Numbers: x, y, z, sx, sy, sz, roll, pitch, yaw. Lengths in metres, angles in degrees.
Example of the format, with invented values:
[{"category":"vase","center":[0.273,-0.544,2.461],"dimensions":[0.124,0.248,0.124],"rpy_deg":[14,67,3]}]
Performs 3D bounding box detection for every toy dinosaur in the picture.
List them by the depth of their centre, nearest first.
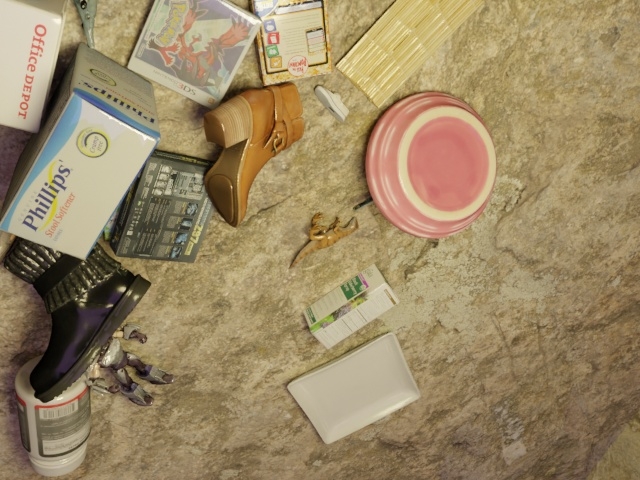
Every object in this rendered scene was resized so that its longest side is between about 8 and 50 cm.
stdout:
[{"category":"toy dinosaur","center":[0.000,0.000,1.420],"dimensions":[0.212,0.064,0.112],"rpy_deg":[-28,129,1]}]

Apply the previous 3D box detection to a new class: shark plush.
[{"category":"shark plush","center":[-0.409,-0.413,0.986],"dimensions":[0.073,0.067,0.161],"rpy_deg":[6,120,-24]}]

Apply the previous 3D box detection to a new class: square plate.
[{"category":"square plate","center":[0.109,0.450,1.776],"dimensions":[0.347,0.049,0.344],"rpy_deg":[-27,128,-1]}]

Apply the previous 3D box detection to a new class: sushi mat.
[{"category":"sushi mat","center":[0.188,-0.435,1.219],"dimensions":[0.316,0.019,0.151],"rpy_deg":[-45,125,12]}]

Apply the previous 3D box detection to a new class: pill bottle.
[{"category":"pill bottle","center":[-0.645,0.428,1.415],"dimensions":[0.161,0.161,0.283],"rpy_deg":[0,123,-20]}]

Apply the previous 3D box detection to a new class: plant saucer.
[{"category":"plant saucer","center":[0.266,-0.168,1.297],"dimensions":[0.333,0.084,0.331],"rpy_deg":[-1,94,-21]}]

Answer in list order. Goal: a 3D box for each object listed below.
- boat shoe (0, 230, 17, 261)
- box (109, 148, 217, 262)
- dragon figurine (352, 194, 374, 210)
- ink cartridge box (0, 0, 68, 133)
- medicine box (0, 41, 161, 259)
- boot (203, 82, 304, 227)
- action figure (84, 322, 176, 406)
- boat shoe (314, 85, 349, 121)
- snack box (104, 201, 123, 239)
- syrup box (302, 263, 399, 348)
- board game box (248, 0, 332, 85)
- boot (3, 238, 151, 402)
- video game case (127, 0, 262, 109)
[{"category":"boat shoe","center":[-0.736,0.072,1.177],"dimensions":[0.116,0.123,0.324],"rpy_deg":[32,108,-20]},{"category":"box","center":[-0.320,-0.068,1.225],"dimensions":[0.184,0.059,0.232],"rpy_deg":[7,116,-39]},{"category":"dragon figurine","center":[0.199,-0.143,1.379],"dimensions":[0.289,0.085,0.143],"rpy_deg":[-5,122,-22]},{"category":"ink cartridge box","center":[-0.559,-0.324,0.910],"dimensions":[0.270,0.197,0.198],"rpy_deg":[12,117,-27]},{"category":"medicine box","center":[-0.416,-0.162,1.015],"dimensions":[0.149,0.289,0.263],"rpy_deg":[26,111,-32]},{"category":"boot","center":[-0.132,-0.180,1.204],"dimensions":[0.220,0.109,0.283],"rpy_deg":[-34,135,-37]},{"category":"action figure","center":[-0.476,0.299,1.407],"dimensions":[0.185,0.099,0.285],"rpy_deg":[-60,146,-26]},{"category":"boat shoe","center":[0.027,-0.301,1.247],"dimensions":[0.100,0.035,0.035],"rpy_deg":[43,74,-32]},{"category":"snack box","center":[-0.412,-0.072,1.236],"dimensions":[0.100,0.037,0.141],"rpy_deg":[-4,124,-18]},{"category":"syrup box","center":[0.081,0.175,1.550],"dimensions":[0.237,0.093,0.096],"rpy_deg":[-35,127,5]},{"category":"board game box","center":[-0.057,-0.412,1.129],"dimensions":[0.147,0.045,0.193],"rpy_deg":[-13,126,-11]},{"category":"boot","center":[-0.556,0.136,1.205],"dimensions":[0.260,0.131,0.348],"rpy_deg":[39,85,-17]},{"category":"video game case","center":[-0.235,-0.366,1.081],"dimensions":[0.184,0.023,0.201],"rpy_deg":[23,119,-22]}]
